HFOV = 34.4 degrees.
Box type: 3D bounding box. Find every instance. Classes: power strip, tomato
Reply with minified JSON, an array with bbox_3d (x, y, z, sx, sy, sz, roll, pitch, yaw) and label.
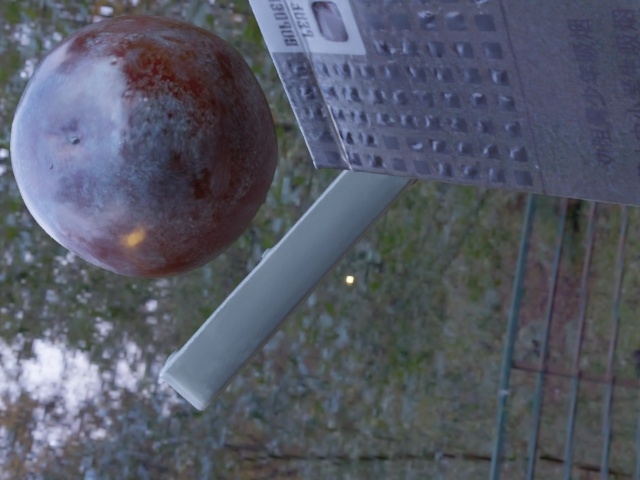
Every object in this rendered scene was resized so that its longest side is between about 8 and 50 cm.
[{"bbox_3d":[-0.001,0.000,0.978,0.385,0.062,0.091,-47,1,-8],"label":"power strip"},{"bbox_3d":[-0.209,-0.111,1.234,0.282,0.317,0.316,3,-84,-63],"label":"tomato"}]

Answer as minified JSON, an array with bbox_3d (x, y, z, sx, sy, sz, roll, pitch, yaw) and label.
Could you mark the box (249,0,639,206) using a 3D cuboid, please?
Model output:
[{"bbox_3d":[0.108,-0.112,0.689,0.047,0.325,0.180,-52,-44,-32],"label":"box"}]
